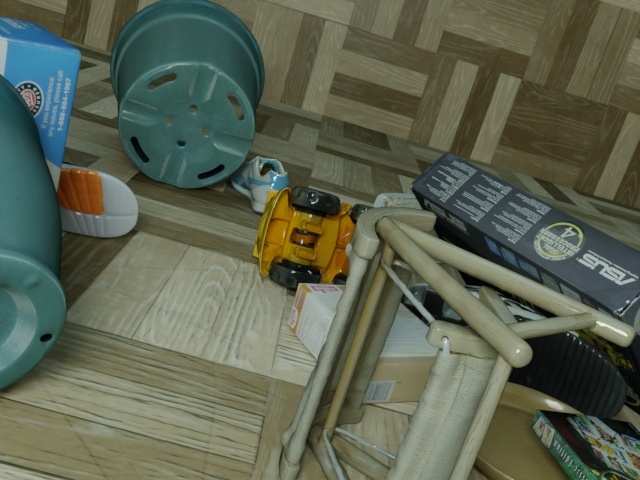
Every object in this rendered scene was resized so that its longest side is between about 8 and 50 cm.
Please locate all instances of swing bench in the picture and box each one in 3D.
[{"bbox_3d":[0.084,0.131,0.649,0.165,0.253,0.255,0,24,-41],"label":"swing bench"}]

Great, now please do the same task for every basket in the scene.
[{"bbox_3d":[0.180,-0.018,1.402,0.167,0.113,0.103,0,28,-42],"label":"basket"}]

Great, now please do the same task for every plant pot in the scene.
[{"bbox_3d":[-0.269,-0.289,1.489,0.341,0.341,0.334,12,26,-16],"label":"plant pot"},{"bbox_3d":[-0.358,0.000,0.658,0.272,0.271,0.255,1,38,-41],"label":"plant pot"},{"bbox_3d":[0.247,0.237,0.841,0.236,0.032,0.236,16,18,-5],"label":"plant pot"}]

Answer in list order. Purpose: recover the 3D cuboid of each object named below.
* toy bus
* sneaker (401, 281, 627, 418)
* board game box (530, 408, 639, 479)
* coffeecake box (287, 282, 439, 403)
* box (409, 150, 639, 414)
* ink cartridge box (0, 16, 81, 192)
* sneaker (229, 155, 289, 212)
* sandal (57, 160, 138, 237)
[{"bbox_3d":[0.000,0.000,1.174,0.220,0.149,0.211,14,2,-16],"label":"toy bus"},{"bbox_3d":[0.269,0.131,1.022,0.330,0.122,0.146,26,22,23],"label":"sneaker"},{"bbox_3d":[0.333,0.266,0.741,0.136,0.030,0.259,14,19,-18],"label":"board game box"},{"bbox_3d":[0.064,0.127,0.937,0.142,0.068,0.185,5,22,-31],"label":"coffeecake box"},{"bbox_3d":[0.334,0.064,1.059,0.395,0.097,0.318,40,-11,47],"label":"box"},{"bbox_3d":[-0.504,-0.122,0.804,0.395,0.285,0.166,0,26,-43],"label":"ink cartridge box"},{"bbox_3d":[-0.118,-0.128,1.482,0.087,0.092,0.229,5,20,-28],"label":"sneaker"},{"bbox_3d":[-0.398,-0.076,1.066,0.265,0.102,0.076,10,22,-15],"label":"sandal"}]
